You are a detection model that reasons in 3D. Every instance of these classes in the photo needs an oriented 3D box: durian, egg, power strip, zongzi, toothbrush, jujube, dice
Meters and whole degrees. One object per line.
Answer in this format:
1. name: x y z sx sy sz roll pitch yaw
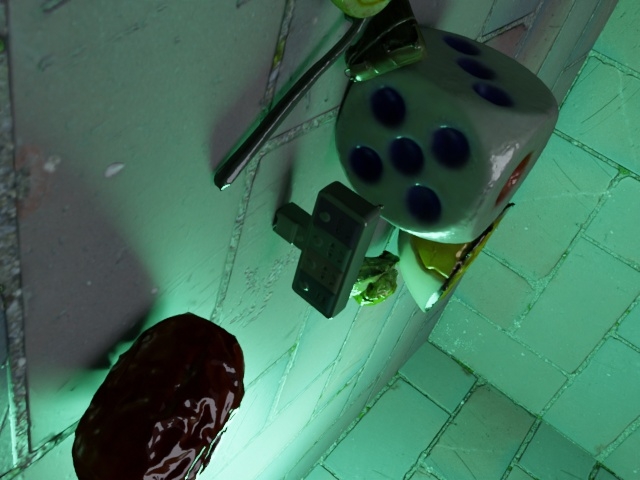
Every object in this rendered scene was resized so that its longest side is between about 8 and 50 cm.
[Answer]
1. durian: 0.100 0.084 1.431 0.375 0.132 0.107 -20 118 -68
2. egg: 0.292 -0.009 1.593 0.337 0.201 0.337 -45 165 -15
3. power strip: 0.000 0.000 0.975 0.061 0.145 0.216 -36 155 -42
4. zongzi: 0.070 -0.272 0.851 0.109 0.119 0.055 -19 172 12
5. toothbrush: -0.029 -0.177 0.786 0.297 0.030 0.030 -52 170 -6
6. jujube: -0.198 0.214 0.835 0.174 0.174 0.250 86 28 -63
7. dice: 0.188 -0.159 1.001 0.259 0.251 0.243 -34 155 -46

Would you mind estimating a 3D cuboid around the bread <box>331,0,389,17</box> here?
1. bread: 0.044 -0.300 0.693 0.117 0.064 0.156 -53 163 9
